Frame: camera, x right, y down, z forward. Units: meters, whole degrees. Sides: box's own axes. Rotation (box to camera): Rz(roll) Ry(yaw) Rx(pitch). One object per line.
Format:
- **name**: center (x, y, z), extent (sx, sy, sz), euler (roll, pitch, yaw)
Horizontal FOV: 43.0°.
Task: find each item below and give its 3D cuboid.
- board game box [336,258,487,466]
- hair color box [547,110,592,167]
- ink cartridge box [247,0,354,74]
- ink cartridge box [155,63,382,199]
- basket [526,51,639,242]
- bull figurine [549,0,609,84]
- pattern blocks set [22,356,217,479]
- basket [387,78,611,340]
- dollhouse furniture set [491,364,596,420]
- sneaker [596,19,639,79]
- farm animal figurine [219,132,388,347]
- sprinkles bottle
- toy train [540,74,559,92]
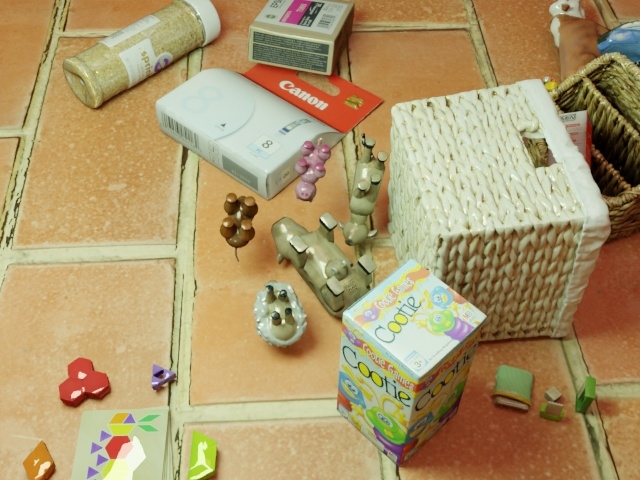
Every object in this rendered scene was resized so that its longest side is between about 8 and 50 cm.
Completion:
- **board game box**: center (0.125, 0.186, 1.197), extent (0.144, 0.275, 0.142), euler (-37, 60, -26)
- **hair color box**: center (0.458, -0.164, 1.495), extent (0.072, 0.043, 0.141), euler (-3, 68, 33)
- **ink cartridge box**: center (-0.040, -0.473, 1.831), extent (0.194, 0.088, 0.234), euler (12, 39, 6)
- **ink cartridge box**: center (-0.099, -0.288, 1.705), extent (0.308, 0.091, 0.385), euler (33, 58, 23)
- **basket**: center (0.531, -0.178, 1.542), extent (0.214, 0.223, 0.299), euler (-16, 54, -14)
- **bull figurine**: center (0.605, -0.429, 1.826), extent (0.189, 0.101, 0.310), euler (11, 56, 0)
- **pattern blocks set**: center (-0.299, 0.331, 1.230), extent (0.286, 0.026, 0.324), euler (5, 51, 3)
- **basket**: center (0.271, -0.039, 1.354), extent (0.267, 0.331, 0.328), euler (-8, 51, -5)
- **dollhouse furniture set**: center (0.355, 0.236, 1.301), extent (0.152, 0.058, 0.076), euler (13, 51, 9)
- **sneaker**: center (0.711, -0.332, 1.682), extent (0.330, 0.130, 0.147), euler (27, 71, -13)
- **farm animal figurine**: center (0.000, 0.000, 1.426), extent (0.331, 0.172, 0.326), euler (-19, 69, -12)
- **sprinkles bottle**: center (-0.388, -0.424, 1.791), extent (0.121, 0.121, 0.355), euler (37, 59, 26)
- **toy train**: center (0.487, -0.311, 1.719), extent (0.167, 0.125, 0.046), euler (14, 79, 2)
